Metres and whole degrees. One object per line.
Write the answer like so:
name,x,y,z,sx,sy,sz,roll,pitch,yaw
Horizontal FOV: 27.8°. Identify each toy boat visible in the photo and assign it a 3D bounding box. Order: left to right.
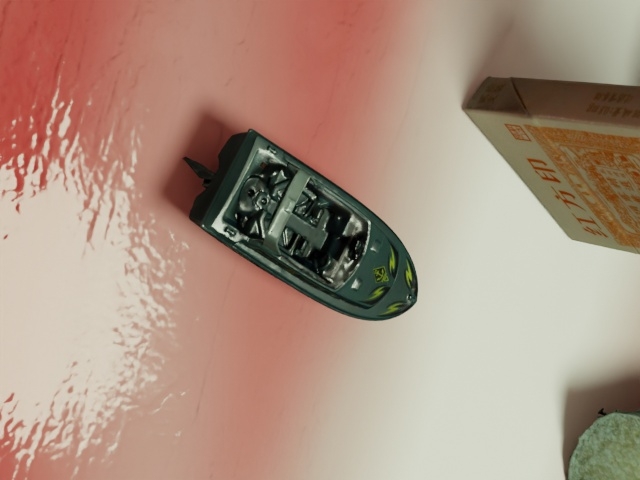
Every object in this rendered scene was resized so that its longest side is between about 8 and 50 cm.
toy boat,0.000,0.000,1.071,0.246,0.103,0.093,34,79,-36

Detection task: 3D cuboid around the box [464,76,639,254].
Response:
box,0.302,-0.050,1.099,0.204,0.365,0.051,44,74,-31

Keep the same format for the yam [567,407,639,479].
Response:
yam,0.443,0.254,1.343,0.348,0.241,0.241,-10,104,-34
